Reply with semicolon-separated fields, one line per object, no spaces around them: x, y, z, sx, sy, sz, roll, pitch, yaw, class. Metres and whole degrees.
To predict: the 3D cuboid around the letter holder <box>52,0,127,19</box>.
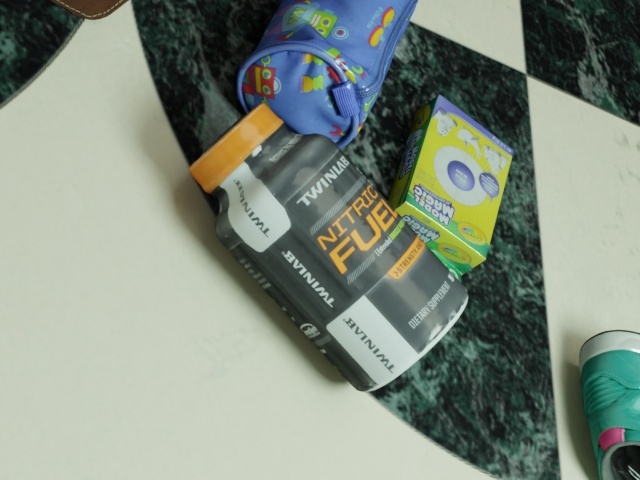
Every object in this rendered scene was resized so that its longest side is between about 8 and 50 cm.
-0.173;-0.348;1.193;0.214;0.302;0.152;31;49;-21;letter holder

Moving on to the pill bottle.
0.000;0.000;1.246;0.246;0.130;0.130;47;46;-5;pill bottle

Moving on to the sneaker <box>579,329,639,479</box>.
0.376;0.220;1.414;0.295;0.124;0.178;26;46;-14;sneaker

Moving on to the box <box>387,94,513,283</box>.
0.124;-0.048;1.435;0.105;0.043;0.179;34;50;-17;box

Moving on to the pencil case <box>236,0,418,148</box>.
0.032;-0.217;1.402;0.306;0.133;0.119;-62;141;-41;pencil case
